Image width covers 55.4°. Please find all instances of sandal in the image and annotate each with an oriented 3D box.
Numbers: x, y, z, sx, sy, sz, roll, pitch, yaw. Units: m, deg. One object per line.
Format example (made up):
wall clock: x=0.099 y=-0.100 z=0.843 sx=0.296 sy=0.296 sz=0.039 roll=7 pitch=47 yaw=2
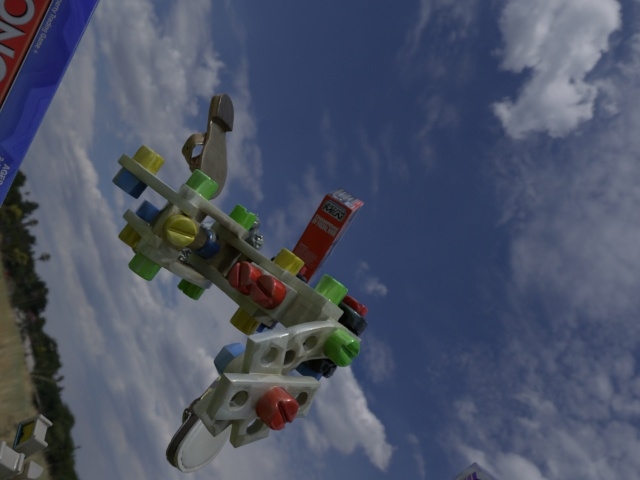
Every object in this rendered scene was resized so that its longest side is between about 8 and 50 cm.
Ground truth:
sandal: x=-0.230 y=-0.178 z=1.190 sx=0.088 sy=0.079 sz=0.240 roll=51 pitch=40 yaw=-55

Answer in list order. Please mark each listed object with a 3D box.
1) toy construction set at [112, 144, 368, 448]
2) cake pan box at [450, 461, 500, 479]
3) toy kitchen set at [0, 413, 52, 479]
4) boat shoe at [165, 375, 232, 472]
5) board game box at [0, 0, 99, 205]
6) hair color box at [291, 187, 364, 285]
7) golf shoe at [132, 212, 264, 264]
toy construction set: x=-0.076 y=0.047 z=0.596 sx=0.215 sy=0.151 sz=0.328 roll=42 pitch=7 yaw=-48
cake pan box: x=0.223 y=0.345 z=0.527 sx=0.267 sy=0.070 sz=0.245 roll=59 pitch=-11 yaw=-6
toy kitchen set: x=-0.709 y=0.429 z=1.316 sx=0.166 sy=0.122 sz=0.207 roll=-104 pitch=168 yaw=-51
boat shoe: x=-0.259 y=0.411 z=1.416 sx=0.096 sy=0.324 sz=0.117 roll=5 pitch=-66 yaw=24
board game box: x=-0.295 y=-0.138 z=0.419 sx=0.318 sy=0.213 sz=0.046 roll=-64 pitch=-154 yaw=0
hair color box: x=0.000 y=0.000 z=0.999 sx=0.053 sy=0.093 sz=0.167 roll=33 pitch=-72 yaw=7
golf shoe: x=-0.163 y=0.004 z=0.787 sx=0.086 sy=0.176 sz=0.069 roll=-14 pitch=-100 yaw=56
